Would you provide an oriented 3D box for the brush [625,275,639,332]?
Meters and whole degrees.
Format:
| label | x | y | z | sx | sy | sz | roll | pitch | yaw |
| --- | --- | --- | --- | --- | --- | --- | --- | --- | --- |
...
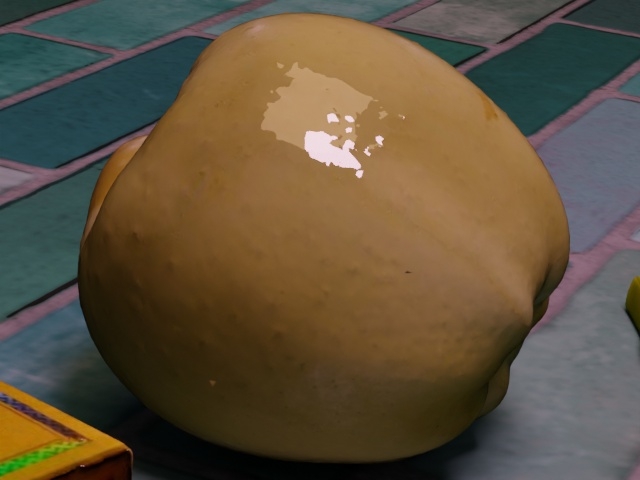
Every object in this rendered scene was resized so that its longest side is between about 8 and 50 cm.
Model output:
| label | x | y | z | sx | sy | sz | roll | pitch | yaw |
| --- | --- | --- | --- | --- | --- | --- | --- | --- | --- |
| brush | 0.164 | 0.041 | 0.964 | 0.021 | 0.018 | 0.083 | 14 | 18 | -3 |

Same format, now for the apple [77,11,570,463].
| label | x | y | z | sx | sy | sz | roll | pitch | yaw |
| --- | --- | --- | --- | --- | --- | --- | --- | --- | --- |
| apple | 0.000 | 0.000 | 0.805 | 0.200 | 0.200 | 0.200 | 5 | 20 | -2 |

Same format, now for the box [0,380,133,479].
| label | x | y | z | sx | sy | sz | roll | pitch | yaw |
| --- | --- | --- | --- | --- | --- | --- | --- | --- | --- |
| box | -0.231 | 0.106 | 0.598 | 0.193 | 0.084 | 0.301 | 21 | 25 | 37 |
